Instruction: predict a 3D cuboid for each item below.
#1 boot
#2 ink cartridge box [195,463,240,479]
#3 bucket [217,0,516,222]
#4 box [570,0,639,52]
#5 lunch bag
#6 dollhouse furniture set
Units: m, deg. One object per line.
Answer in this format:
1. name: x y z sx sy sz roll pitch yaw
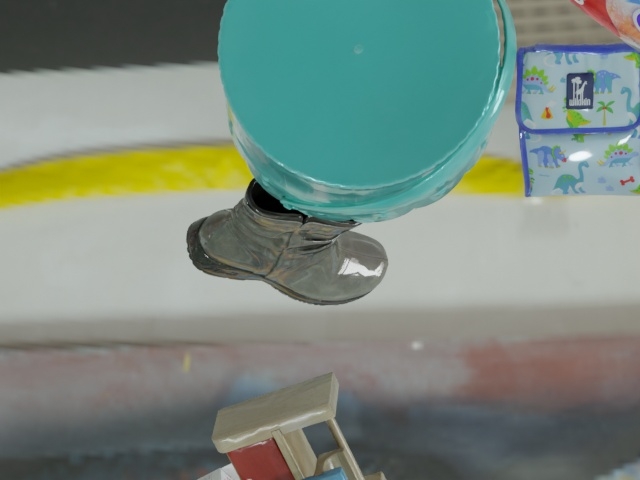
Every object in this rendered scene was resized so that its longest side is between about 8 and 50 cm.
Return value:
1. boot: 0.000 0.000 1.733 0.247 0.083 0.161 9 157 -33
2. ink cartridge box: -0.090 0.225 1.453 0.083 0.028 0.048 -29 129 22
3. bucket: 0.037 -0.154 1.509 0.281 0.281 0.183 0 177 2
4. box: 0.292 -0.234 1.023 0.154 0.300 0.142 38 152 13
5. lunch bag: 0.260 -0.122 1.669 0.129 0.096 0.151 0 117 15
6. dollhouse furniture set: -0.020 0.200 0.963 0.129 0.129 0.183 -20 112 13
